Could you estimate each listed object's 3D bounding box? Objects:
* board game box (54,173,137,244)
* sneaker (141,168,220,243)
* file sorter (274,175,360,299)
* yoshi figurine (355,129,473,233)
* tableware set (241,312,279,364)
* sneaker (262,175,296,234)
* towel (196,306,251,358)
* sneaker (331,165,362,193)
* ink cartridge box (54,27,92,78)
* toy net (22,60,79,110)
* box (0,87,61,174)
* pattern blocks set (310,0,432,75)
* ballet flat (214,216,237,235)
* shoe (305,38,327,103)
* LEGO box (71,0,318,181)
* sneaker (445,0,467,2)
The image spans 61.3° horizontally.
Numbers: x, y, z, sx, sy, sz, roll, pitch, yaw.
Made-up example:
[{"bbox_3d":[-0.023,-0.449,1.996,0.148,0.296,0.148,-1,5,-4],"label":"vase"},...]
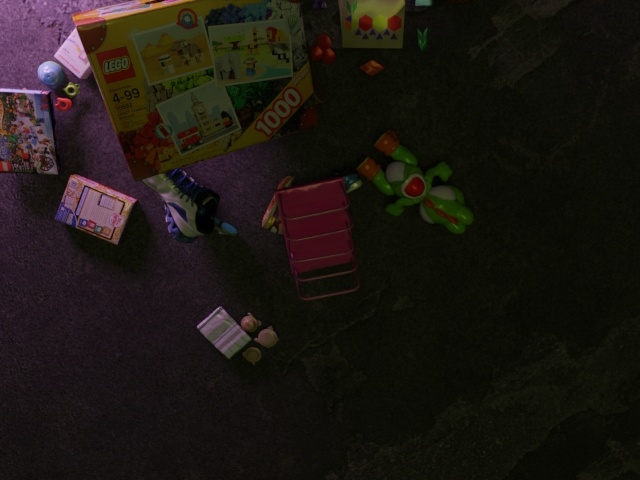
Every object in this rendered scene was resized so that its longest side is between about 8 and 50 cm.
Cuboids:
[{"bbox_3d":[-0.668,-0.092,1.612,0.193,0.045,0.147,24,103,-9],"label":"board game box"},{"bbox_3d":[-0.380,-0.141,1.534,0.182,0.127,0.316,-5,118,39],"label":"sneaker"},{"bbox_3d":[0.000,0.000,1.560,0.202,0.182,0.291,-12,122,-3],"label":"file sorter"},{"bbox_3d":[0.293,-0.158,1.606,0.362,0.203,0.203,39,60,2],"label":"yoshi figurine"},{"bbox_3d":[-0.228,0.323,1.764,0.141,0.020,0.169,42,103,-7],"label":"tableware set"},{"bbox_3d":[-0.105,-0.106,1.631,0.083,0.069,0.185,24,109,-18],"label":"sneaker"},{"bbox_3d":[-0.310,0.298,1.744,0.113,0.023,0.152,-41,99,14],"label":"towel"},{"bbox_3d":[0.041,-0.167,1.622,0.152,0.058,0.085,-30,103,9],"label":"sneaker"},{"bbox_3d":[-0.653,-0.520,1.488,0.088,0.052,0.122,41,101,-13],"label":"ink cartridge box"},{"bbox_3d":[-0.788,-0.386,1.527,0.232,0.045,0.122,-44,118,12],"label":"toy net"},{"bbox_3d":[-0.827,-0.302,1.510,0.159,0.044,0.233,-1,117,-12],"label":"box"},{"bbox_3d":[0.138,-0.601,1.477,0.324,0.026,0.285,10,119,2],"label":"pattern blocks set"},{"bbox_3d":[-0.309,-0.043,1.653,0.114,0.041,0.041,32,102,-11],"label":"ballet flat"},{"bbox_3d":[-0.053,-0.483,1.516,0.076,0.058,0.219,-41,116,-36],"label":"shoe"},{"bbox_3d":[-0.289,-0.415,1.345,0.500,0.193,0.373,-21,125,-16],"label":"LEGO box"},{"bbox_3d":[0.316,-0.730,1.459,0.262,0.099,0.121,13,100,-8],"label":"sneaker"}]
